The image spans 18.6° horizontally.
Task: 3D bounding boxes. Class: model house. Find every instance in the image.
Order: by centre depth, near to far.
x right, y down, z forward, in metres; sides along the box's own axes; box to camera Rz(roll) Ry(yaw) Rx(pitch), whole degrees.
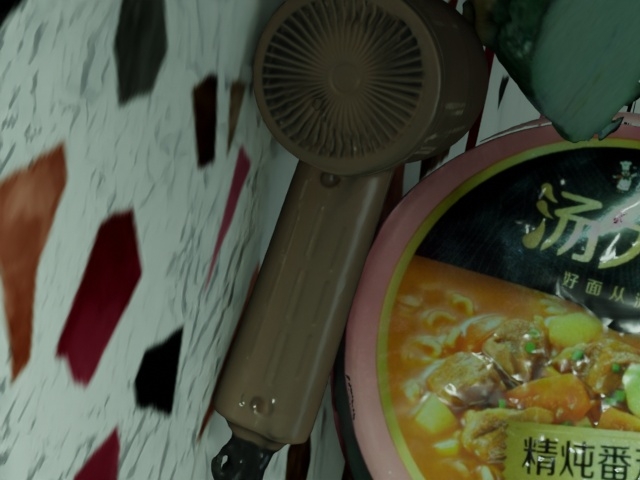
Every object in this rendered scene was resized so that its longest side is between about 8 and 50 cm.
[{"bbox_3d":[0.076,-0.135,0.743,0.119,0.149,0.148,-47,156,8],"label":"model house"}]

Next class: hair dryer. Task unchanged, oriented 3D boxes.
[{"bbox_3d":[0.000,0.000,0.665,0.117,0.064,0.182,-18,128,-77],"label":"hair dryer"}]

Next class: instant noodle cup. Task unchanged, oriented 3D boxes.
[{"bbox_3d":[0.121,0.092,0.938,0.255,0.244,0.244,89,18,-71],"label":"instant noodle cup"}]
